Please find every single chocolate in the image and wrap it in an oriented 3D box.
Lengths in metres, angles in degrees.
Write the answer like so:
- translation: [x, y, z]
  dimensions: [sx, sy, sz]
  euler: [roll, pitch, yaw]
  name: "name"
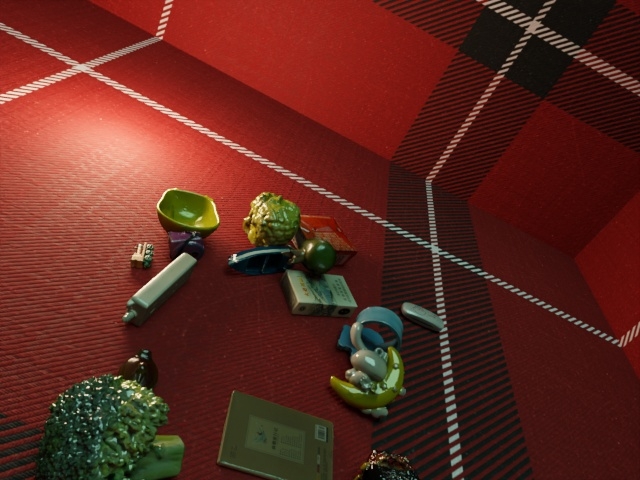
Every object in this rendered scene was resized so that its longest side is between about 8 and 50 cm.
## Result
- translation: [0.000, 0.000, 2.108]
  dimensions: [0.237, 0.108, 0.235]
  euler: [1, 42, -38]
  name: "chocolate"

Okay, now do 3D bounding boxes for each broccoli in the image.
- translation: [-0.403, 0.427, 1.014]
  dimensions: [0.301, 0.249, 0.375]
  euler: [0, 37, -36]
  name: "broccoli"

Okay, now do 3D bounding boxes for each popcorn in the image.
- translation: [-0.195, -0.059, 1.958]
  dimensions: [0.236, 0.252, 0.206]
  euler: [12, -15, 45]
  name: "popcorn"

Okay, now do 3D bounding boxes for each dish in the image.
- translation: [-0.483, -0.077, 1.796]
  dimensions: [0.221, 0.108, 0.262]
  euler: [14, 28, -20]
  name: "dish"

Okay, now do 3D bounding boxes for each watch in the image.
- translation: [0.179, 0.324, 1.708]
  dimensions: [0.210, 0.193, 0.211]
  euler: [24, 30, -15]
  name: "watch"

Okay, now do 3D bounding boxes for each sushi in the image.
- translation: [0.176, 0.637, 1.310]
  dimensions: [0.172, 0.153, 0.150]
  euler: [-4, 22, -12]
  name: "sushi"

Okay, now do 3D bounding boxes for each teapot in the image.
- translation: [-0.458, 0.334, 1.263]
  dimensions: [0.098, 0.078, 0.129]
  euler: [21, 32, -16]
  name: "teapot"

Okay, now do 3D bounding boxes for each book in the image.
- translation: [-0.108, 0.536, 1.328]
  dimensions: [0.310, 0.021, 0.217]
  euler: [23, 32, -13]
  name: "book"

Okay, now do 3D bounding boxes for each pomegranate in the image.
- translation: [-0.040, 0.060, 1.844]
  dimensions: [0.191, 0.131, 0.152]
  euler: [-5, 11, -34]
  name: "pomegranate"

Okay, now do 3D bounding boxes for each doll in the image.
- translation: [0.155, 0.420, 1.576]
  dimensions: [0.252, 0.111, 0.237]
  euler: [34, 71, 6]
  name: "doll"

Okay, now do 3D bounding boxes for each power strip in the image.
- translation: [-0.479, 0.145, 1.499]
  dimensions: [0.058, 0.098, 0.338]
  euler: [34, 31, 0]
  name: "power strip"

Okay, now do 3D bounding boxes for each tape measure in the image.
- translation: [-0.451, 0.018, 1.678]
  dimensions: [0.118, 0.125, 0.074]
  euler: [-3, 48, -23]
  name: "tape measure"

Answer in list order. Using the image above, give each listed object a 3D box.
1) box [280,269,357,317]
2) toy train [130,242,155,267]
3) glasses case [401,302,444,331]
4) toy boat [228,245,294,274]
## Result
- translation: [-0.007, 0.198, 1.850]
  dimensions: [0.256, 0.069, 0.164]
  euler: [9, 37, -32]
  name: "box"
- translation: [-0.575, 0.048, 1.615]
  dimensions: [0.064, 0.044, 0.103]
  euler: [8, 37, -15]
  name: "toy train"
- translation: [0.422, 0.316, 2.064]
  dimensions: [0.197, 0.049, 0.076]
  euler: [26, 32, -8]
  name: "glasses case"
- translation: [-0.217, 0.071, 1.834]
  dimensions: [0.299, 0.096, 0.062]
  euler: [-3, 37, -43]
  name: "toy boat"
